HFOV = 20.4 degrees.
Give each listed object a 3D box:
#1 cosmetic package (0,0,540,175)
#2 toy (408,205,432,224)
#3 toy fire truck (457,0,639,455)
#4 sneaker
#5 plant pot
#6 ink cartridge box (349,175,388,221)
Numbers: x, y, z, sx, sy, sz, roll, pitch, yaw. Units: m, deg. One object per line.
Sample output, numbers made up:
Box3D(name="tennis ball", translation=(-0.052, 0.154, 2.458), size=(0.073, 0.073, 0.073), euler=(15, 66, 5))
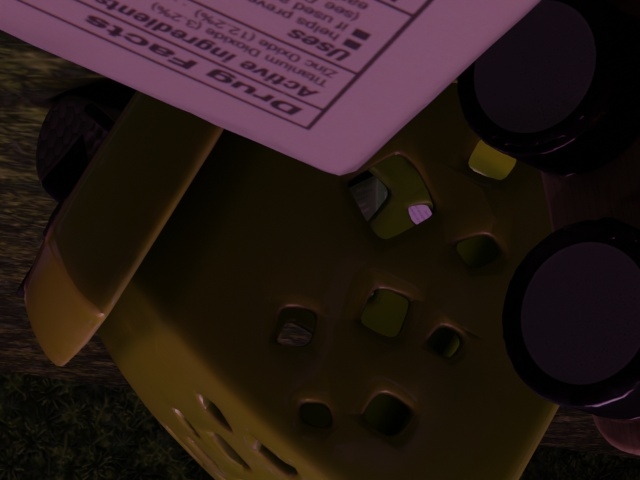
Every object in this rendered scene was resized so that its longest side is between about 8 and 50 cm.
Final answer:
Box3D(name="cosmetic package", translation=(0.006, -0.133, 0.247), size=(0.160, 0.113, 0.309), euler=(24, 157, -13))
Box3D(name="toy", translation=(0.175, -0.030, 1.036), size=(0.237, 0.056, 0.137), euler=(-6, 153, 17))
Box3D(name="toy fire truck", translation=(0.186, -0.058, 0.547), size=(0.246, 0.217, 0.158), euler=(-21, 157, 31))
Box3D(name="sneaker", translation=(-0.048, -0.008, 0.999), size=(0.163, 0.086, 0.226), euler=(15, -161, -34))
Box3D(name="plant pot", translation=(0.000, 0.000, 0.781), size=(0.207, 0.228, 0.227), euler=(31, 166, -6))
Box3D(name="ink cartridge box", translation=(0.117, 0.004, 1.250), size=(0.235, 0.056, 0.171), euler=(4, 170, -19))
